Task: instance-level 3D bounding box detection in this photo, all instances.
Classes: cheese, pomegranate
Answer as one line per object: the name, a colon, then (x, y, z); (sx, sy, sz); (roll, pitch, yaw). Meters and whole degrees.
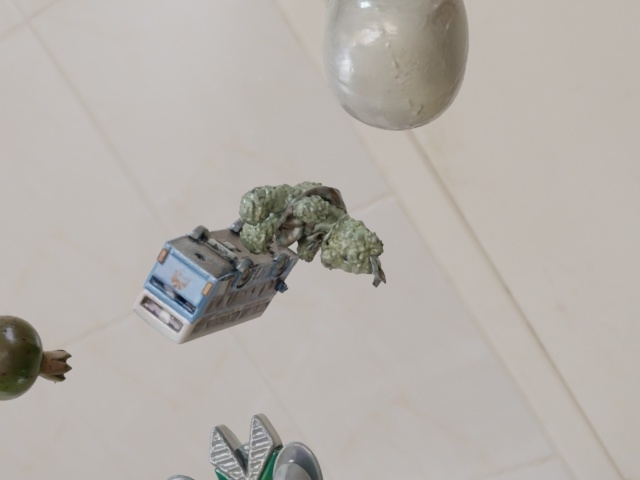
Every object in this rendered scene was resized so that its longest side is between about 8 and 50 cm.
cheese: (0.081, -0.209, 1.390); (0.154, 0.198, 0.189); (8, 42, 16)
pomegranate: (-0.391, 0.154, 1.685); (0.142, 0.115, 0.114); (11, -13, -32)

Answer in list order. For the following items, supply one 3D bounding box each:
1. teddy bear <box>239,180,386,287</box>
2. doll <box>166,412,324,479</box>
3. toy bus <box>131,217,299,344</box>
teddy bear: (0.000, -0.019, 1.724); (0.133, 0.213, 0.111); (104, -174, -64)
doll: (-0.059, 0.333, 1.558); (0.195, 0.258, 0.153); (-43, -9, 3)
toy bus: (-0.137, 0.052, 1.806); (0.131, 0.106, 0.297); (-58, -14, 14)
